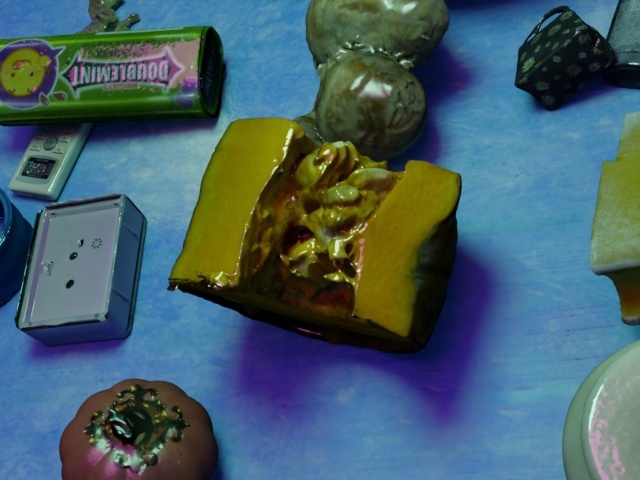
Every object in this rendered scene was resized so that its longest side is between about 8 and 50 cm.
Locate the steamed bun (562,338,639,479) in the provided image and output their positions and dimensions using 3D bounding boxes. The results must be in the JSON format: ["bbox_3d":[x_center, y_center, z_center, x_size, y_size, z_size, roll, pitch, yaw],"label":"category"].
[{"bbox_3d":[0.344,0.207,0.938,0.232,0.145,0.231,-2,64,5],"label":"steamed bun"}]

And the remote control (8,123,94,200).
[{"bbox_3d":[-0.400,-0.150,1.516,0.087,0.029,0.190,10,66,26],"label":"remote control"}]

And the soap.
[{"bbox_3d":[0.439,-0.051,1.009,0.281,0.143,0.259,-13,43,39],"label":"soap"}]

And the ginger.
[{"bbox_3d":[0.052,-0.210,1.287,0.245,0.155,0.304,-1,65,42],"label":"ginger"}]

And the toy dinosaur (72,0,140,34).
[{"bbox_3d":[-0.384,-0.302,1.575,0.200,0.072,0.251,32,78,37],"label":"toy dinosaur"}]

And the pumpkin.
[{"bbox_3d":[0.000,0.000,1.123,0.303,0.256,0.225,21,81,-4],"label":"pumpkin"}]

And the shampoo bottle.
[{"bbox_3d":[0.418,-0.300,1.255,0.087,0.049,0.233,4,63,40],"label":"shampoo bottle"}]

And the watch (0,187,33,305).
[{"bbox_3d":[-0.510,0.015,1.399,0.200,0.171,0.196,-22,67,-4],"label":"watch"}]

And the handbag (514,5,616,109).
[{"bbox_3d":[0.301,-0.248,1.257,0.115,0.072,0.139,-41,30,35],"label":"handbag"}]

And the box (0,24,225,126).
[{"bbox_3d":[-0.316,-0.240,1.458,0.346,0.097,0.134,0,79,13],"label":"box"}]

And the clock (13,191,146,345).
[{"bbox_3d":[-0.320,0.038,1.348,0.145,0.073,0.193,-7,60,18],"label":"clock"}]

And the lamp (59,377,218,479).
[{"bbox_3d":[-0.207,0.236,1.134,0.182,0.140,0.182,5,45,-5],"label":"lamp"}]
